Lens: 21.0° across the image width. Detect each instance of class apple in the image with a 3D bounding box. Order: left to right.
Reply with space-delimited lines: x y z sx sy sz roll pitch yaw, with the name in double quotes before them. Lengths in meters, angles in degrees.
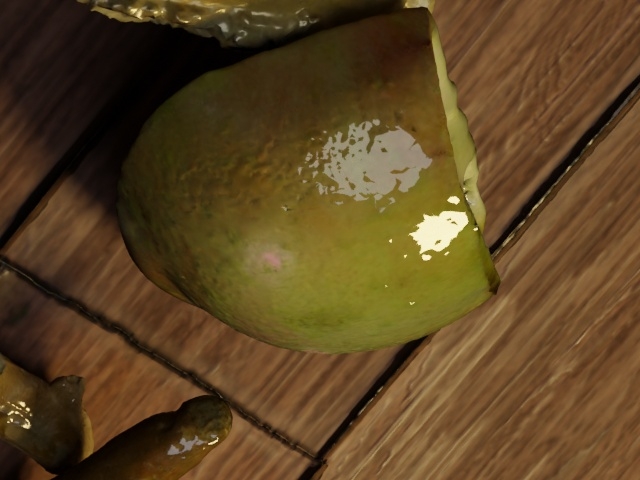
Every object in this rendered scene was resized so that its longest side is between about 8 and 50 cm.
"apple" 0.000 0.000 0.899 0.193 0.120 0.265 -20 154 2

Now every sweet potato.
"sweet potato" -0.198 0.187 0.962 0.346 0.079 0.108 -24 144 -2

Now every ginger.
"ginger" -0.174 0.091 0.958 0.137 0.044 0.057 33 69 -41

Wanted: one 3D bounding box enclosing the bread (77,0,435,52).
"bread" -0.042 -0.180 0.825 0.245 0.121 0.174 4 109 -27
